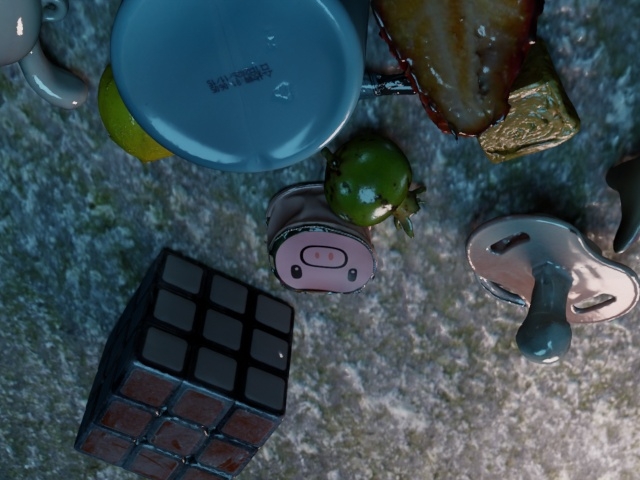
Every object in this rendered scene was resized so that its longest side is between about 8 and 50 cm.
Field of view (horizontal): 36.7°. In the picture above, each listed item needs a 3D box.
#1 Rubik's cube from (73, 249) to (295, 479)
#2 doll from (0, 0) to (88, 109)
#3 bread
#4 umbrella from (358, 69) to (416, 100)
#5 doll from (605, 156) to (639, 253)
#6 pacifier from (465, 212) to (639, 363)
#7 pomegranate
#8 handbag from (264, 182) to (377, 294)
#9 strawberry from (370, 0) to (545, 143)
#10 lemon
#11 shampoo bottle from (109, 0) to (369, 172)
[{"bbox_3d":[-0.250,0.258,1.831,0.303,0.301,0.305,26,125,-17],"label":"Rubik's cube"},{"bbox_3d":[-0.565,-0.344,1.460,0.365,0.187,0.376,-9,117,-2],"label":"doll"},{"bbox_3d":[0.309,-0.216,1.510,0.158,0.143,0.149,-23,124,26],"label":"bread"},{"bbox_3d":[0.032,-0.248,1.558,0.250,0.052,0.053,1,129,4],"label":"umbrella"},{"bbox_3d":[0.674,-0.055,1.570,0.370,0.215,0.226,12,145,-8],"label":"doll"},{"bbox_3d":[0.404,0.074,1.695,0.332,0.273,0.220,33,108,-22],"label":"pacifier"},{"bbox_3d":[0.093,-0.093,1.640,0.156,0.156,0.220,-24,154,22],"label":"pomegranate"},{"bbox_3d":[0.000,0.001,1.721,0.205,0.116,0.179,2,130,1],"label":"handbag"},{"bbox_3d":[0.207,-0.311,1.405,0.253,0.150,0.280,-33,100,-8],"label":"strawberry"},{"bbox_3d":[-0.266,-0.215,1.529,0.173,0.173,0.206,9,127,-3],"label":"lemon"},{"bbox_3d":[-0.097,-0.312,1.331,0.331,0.343,0.331,2,130,2],"label":"shampoo bottle"}]
